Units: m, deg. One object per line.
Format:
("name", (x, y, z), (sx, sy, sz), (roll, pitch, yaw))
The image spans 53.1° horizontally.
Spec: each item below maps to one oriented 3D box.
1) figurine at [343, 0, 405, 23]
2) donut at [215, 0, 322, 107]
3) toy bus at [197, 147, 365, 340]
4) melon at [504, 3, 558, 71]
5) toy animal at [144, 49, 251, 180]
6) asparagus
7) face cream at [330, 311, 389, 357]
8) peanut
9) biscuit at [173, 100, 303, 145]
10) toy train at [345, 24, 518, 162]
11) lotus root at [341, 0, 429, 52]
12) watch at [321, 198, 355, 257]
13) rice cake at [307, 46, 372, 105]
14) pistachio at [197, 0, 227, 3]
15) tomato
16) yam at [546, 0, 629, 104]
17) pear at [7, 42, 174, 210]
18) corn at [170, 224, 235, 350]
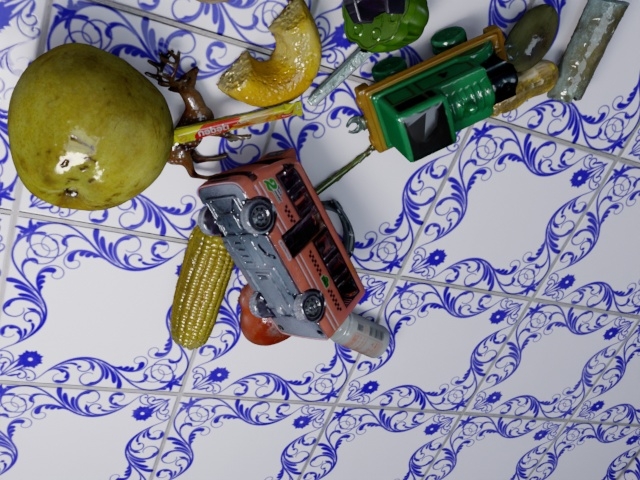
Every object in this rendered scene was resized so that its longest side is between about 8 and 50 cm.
("figurine", (0.099, -0.552, 1.185), (0.143, 0.308, 0.308), (-8, 124, -1))
("donut", (-0.079, -0.370, 1.367), (0.259, 0.101, 0.152), (-46, 129, 9))
("toy bus", (-0.080, 0.010, 1.460), (0.233, 0.203, 0.427), (-43, 116, -34))
("melon", (0.489, -0.470, 1.485), (0.099, 0.099, 0.162), (22, 111, -29))
("toy animal", (-0.283, -0.253, 1.374), (0.260, 0.087, 0.243), (24, 110, -33))
("asparagus", (0.062, -0.176, 1.576), (0.248, 0.025, 0.024), (-37, 111, 8))
("face cream", (0.075, 0.250, 1.808), (0.252, 0.101, 0.101), (27, 110, -30))
("peanut", (0.481, -0.371, 1.553), (0.207, 0.087, 0.087), (-29, 126, -1))
("biscuit", (-0.180, -0.250, 1.353), (0.292, 0.026, 0.048), (-14, 159, -5))
("toy train", (0.264, -0.320, 1.410), (0.429, 0.249, 0.178), (-25, 126, -1))
("lotus root", (0.162, -0.474, 1.350), (0.186, 0.186, 0.186), (-9, 124, -13))
("watch", (0.000, 0.000, 1.644), (0.193, 0.068, 0.206), (-35, 124, 7))
("rice cake", (0.051, -0.377, 1.437), (0.207, 0.033, 0.033), (-42, 114, 12))
("pistachio", (-0.228, -0.523, 1.208), (0.185, 0.108, 0.126), (32, 84, -25))
("tomato", (-0.115, 0.202, 1.710), (0.199, 0.112, 0.228), (-12, 127, -13))
("yam", (0.640, -0.458, 1.548), (0.093, 0.093, 0.259), (6, 120, -22))
("pear", (-0.444, -0.201, 1.216), (0.304, 0.304, 0.304), (-9, 124, -13))
("corn", (-0.294, 0.114, 1.577), (0.131, 0.131, 0.344), (9, 117, -24))
